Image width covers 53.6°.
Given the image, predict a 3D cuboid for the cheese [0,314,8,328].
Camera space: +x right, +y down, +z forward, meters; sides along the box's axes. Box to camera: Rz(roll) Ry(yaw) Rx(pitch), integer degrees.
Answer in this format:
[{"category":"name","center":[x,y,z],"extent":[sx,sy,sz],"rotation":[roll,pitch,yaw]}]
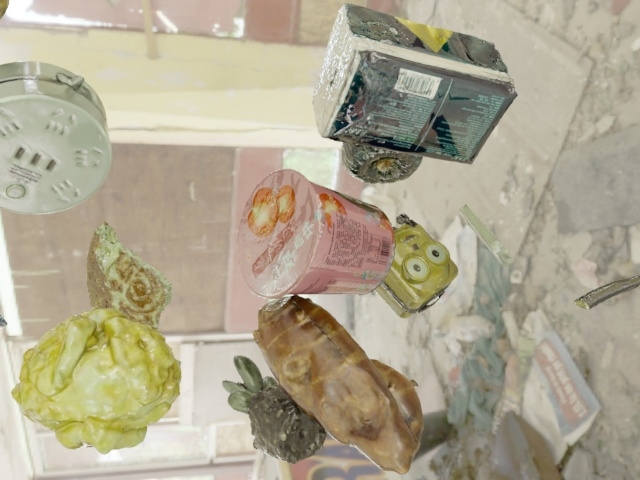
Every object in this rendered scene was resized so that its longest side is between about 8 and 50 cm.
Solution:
[{"category":"cheese","center":[-1.054,0.129,1.894],"extent":[0.329,0.129,0.217],"rotation":[48,163,2]}]

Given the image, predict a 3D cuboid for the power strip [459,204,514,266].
[{"category":"power strip","center":[0.386,-0.016,1.498],"extent":[0.080,0.029,0.227],"rotation":[46,-169,-31]}]

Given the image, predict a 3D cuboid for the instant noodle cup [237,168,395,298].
[{"category":"instant noodle cup","center":[0.000,0.000,1.225],"extent":[0.243,0.231,0.243],"rotation":[-12,74,47]}]

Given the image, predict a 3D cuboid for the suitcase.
[{"category":"suitcase","center":[0.223,0.063,1.621],"extent":[0.235,0.194,0.143],"rotation":[49,143,14]}]

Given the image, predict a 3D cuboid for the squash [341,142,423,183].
[{"category":"squash","center":[0.186,-0.274,1.894],"extent":[0.252,0.252,0.165],"rotation":[122,147,-66]}]

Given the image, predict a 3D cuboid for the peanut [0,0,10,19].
[{"category":"peanut","center":[-0.806,-0.472,1.444],"extent":[0.147,0.148,0.318],"rotation":[136,155,-71]}]

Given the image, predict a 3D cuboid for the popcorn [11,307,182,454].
[{"category":"popcorn","center":[-0.351,0.219,1.006],"extent":[0.195,0.256,0.255],"rotation":[-121,31,-56]}]

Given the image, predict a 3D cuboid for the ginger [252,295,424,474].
[{"category":"ginger","center":[0.045,0.273,1.246],"extent":[0.176,0.418,0.254],"rotation":[-52,-22,7]}]

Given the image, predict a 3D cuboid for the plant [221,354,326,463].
[{"category":"plant","center":[-0.113,0.360,1.360],"extent":[0.274,0.149,0.146],"rotation":[25,108,46]}]

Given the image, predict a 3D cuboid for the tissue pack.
[{"category":"tissue pack","center":[0.218,-0.365,1.526],"extent":[0.253,0.417,0.264],"rotation":[-98,23,-44]}]

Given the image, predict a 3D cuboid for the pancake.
[{"category":"pancake","center":[-0.399,0.130,1.375],"extent":[0.054,0.197,0.376],"rotation":[-26,-85,-74]}]

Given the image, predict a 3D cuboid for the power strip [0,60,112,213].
[{"category":"power strip","center":[-0.655,-0.239,1.465],"extent":[0.357,0.358,0.161],"rotation":[102,152,-42]}]

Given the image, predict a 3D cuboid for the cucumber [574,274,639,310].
[{"category":"cucumber","center":[0.568,0.100,1.249],"extent":[0.034,0.135,0.033],"rotation":[64,-179,32]}]
